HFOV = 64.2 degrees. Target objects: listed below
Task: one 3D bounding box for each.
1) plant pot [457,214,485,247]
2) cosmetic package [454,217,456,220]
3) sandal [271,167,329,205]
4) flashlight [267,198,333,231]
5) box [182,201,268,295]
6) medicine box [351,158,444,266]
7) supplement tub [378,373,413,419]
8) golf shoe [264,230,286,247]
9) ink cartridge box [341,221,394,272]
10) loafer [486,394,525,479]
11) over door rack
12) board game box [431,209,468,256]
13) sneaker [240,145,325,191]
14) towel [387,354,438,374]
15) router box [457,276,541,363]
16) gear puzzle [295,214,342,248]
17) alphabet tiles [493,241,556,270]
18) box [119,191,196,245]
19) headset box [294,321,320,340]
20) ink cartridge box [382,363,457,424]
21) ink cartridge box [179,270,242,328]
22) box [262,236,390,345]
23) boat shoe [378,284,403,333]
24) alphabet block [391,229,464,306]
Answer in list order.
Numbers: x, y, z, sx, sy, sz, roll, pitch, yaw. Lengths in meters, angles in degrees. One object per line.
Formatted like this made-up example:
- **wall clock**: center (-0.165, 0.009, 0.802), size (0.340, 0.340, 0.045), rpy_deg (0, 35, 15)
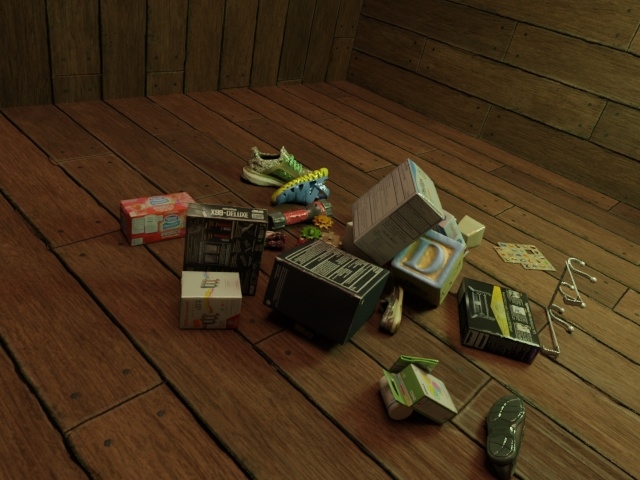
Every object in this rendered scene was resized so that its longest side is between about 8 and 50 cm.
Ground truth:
- **plant pot**: center (0.649, -0.028, 2.267), size (0.096, 0.109, 0.109), rpy_deg (-28, 49, -31)
- **cosmetic package**: center (0.495, -0.110, 2.356), size (0.117, 0.085, 0.231), rpy_deg (-14, 38, -37)
- **sandal**: center (-0.073, -0.217, 2.288), size (0.317, 0.138, 0.126), rpy_deg (-26, 3, -27)
- **flashlight**: center (-0.090, -0.100, 2.106), size (0.304, 0.103, 0.103), rpy_deg (-15, 44, -39)
- **box**: center (-0.306, 0.036, 1.609), size (0.242, 0.307, 0.076), rpy_deg (4, 36, -13)
- **medicine box**: center (0.261, -0.101, 1.792), size (0.149, 0.289, 0.263), rpy_deg (41, 26, -22)
- **supplement tub**: center (0.205, 0.427, 1.396), size (0.071, 0.071, 0.107), rpy_deg (4, 32, -15)
- **golf shoe**: center (-0.227, -0.003, 1.946), size (0.186, 0.068, 0.086), rpy_deg (2, 6, -17)
- **ink cartridge box**: center (0.271, 0.007, 2.038), size (0.306, 0.131, 0.226), rpy_deg (-13, 39, -36)
- **loafer**: center (0.496, 0.523, 1.366), size (0.096, 0.084, 0.267), rpy_deg (-7, 16, 30)
- **over door rack**: center (0.874, 0.237, 1.793), size (0.108, 0.240, 0.324), rpy_deg (18, 31, 19)
- **board game box**: center (0.445, -0.080, 2.117), size (0.318, 0.066, 0.319), rpy_deg (40, -4, 37)
- **sneaker**: center (-0.159, -0.344, 2.391), size (0.410, 0.182, 0.158), rpy_deg (5, 32, -14)
- **towel**: center (0.255, 0.369, 1.439), size (0.113, 0.152, 0.023), rpy_deg (8, 54, -7)
- **router box**: center (0.615, 0.270, 1.790), size (0.242, 0.081, 0.309), rpy_deg (15, 31, 4)
- **gear puzzle**: center (0.000, 0.000, 1.981), size (0.175, 0.044, 0.339), rpy_deg (14, 41, 1)
- **alphabet tiles**: center (0.905, 0.071, 2.289), size (0.237, 0.009, 0.198), rpy_deg (4, 33, -13)
- **box**: center (-0.588, -0.082, 1.865), size (0.256, 0.128, 0.122), rpy_deg (-13, 40, -35)
- **headset box**: center (-0.038, 0.268, 1.598), size (0.083, 0.032, 0.062), rpy_deg (27, 33, 24)
- **ink cartridge box**: center (0.269, 0.404, 1.370), size (0.209, 0.062, 0.109), rpy_deg (35, 20, -31)
- **ink cartridge box**: center (-0.335, 0.180, 1.537), size (0.176, 0.128, 0.127), rpy_deg (2, 33, -15)
- **box**: center (0.024, 0.151, 1.626), size (0.294, 0.183, 0.296), rpy_deg (24, 21, 18)
- **boat shoe**: center (0.236, 0.221, 1.731), size (0.073, 0.080, 0.223), rpy_deg (18, 36, -2)
- **alphabet block**: center (0.382, 0.090, 1.815), size (0.193, 0.197, 0.192), rpy_deg (29, 75, 23)
